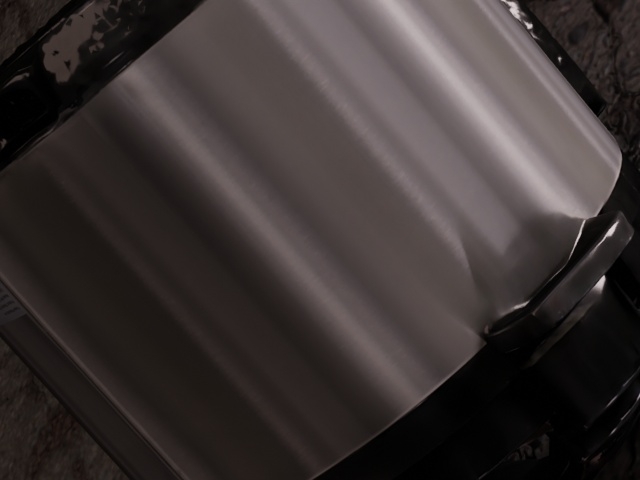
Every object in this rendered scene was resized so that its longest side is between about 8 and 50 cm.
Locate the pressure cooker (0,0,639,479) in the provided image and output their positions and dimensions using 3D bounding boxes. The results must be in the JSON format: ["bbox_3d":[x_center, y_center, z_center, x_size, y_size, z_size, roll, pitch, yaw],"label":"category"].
[{"bbox_3d":[-0.005,0.004,1.156,0.375,0.420,0.370,-38,10,16],"label":"pressure cooker"}]
